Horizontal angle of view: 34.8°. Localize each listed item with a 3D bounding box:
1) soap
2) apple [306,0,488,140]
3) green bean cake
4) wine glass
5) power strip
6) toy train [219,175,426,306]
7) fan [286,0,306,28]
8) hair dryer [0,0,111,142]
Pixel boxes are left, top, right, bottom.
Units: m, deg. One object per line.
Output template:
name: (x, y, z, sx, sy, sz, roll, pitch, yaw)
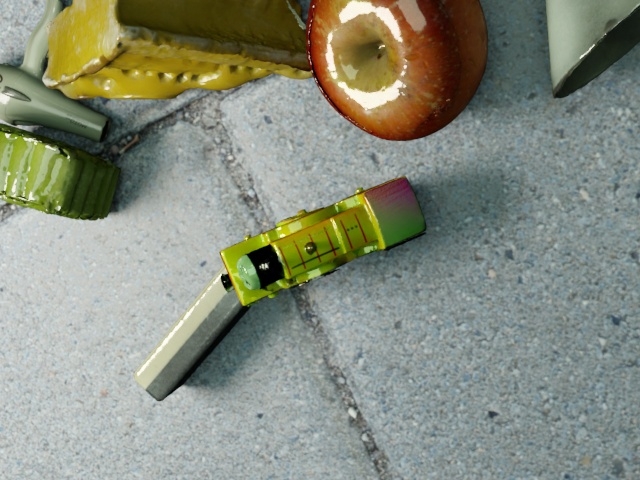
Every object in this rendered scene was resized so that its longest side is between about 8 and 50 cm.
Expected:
soap: (-0.209, -0.295, 1.542, 0.304, 0.338, 0.169, -7, 82, 56)
apple: (0.107, -0.276, 1.395, 0.251, 0.206, 0.272, -26, 99, 38)
green bean cake: (-0.433, -0.105, 1.565, 0.214, 0.200, 0.113, 16, 90, 17)
wine glass: (0.292, -0.423, 1.330, 0.267, 0.267, 0.406, -38, 79, 15)
power strip: (-0.177, 0.127, 1.564, 0.070, 0.105, 0.257, 43, 103, 3)
toy train: (0.000, 0.000, 1.442, 0.296, 0.160, 0.100, -24, 93, -13)
fan: (-0.072, -0.370, 1.421, 0.182, 0.310, 0.010, -8, 134, -17)
hair dryer: (-0.398, -0.273, 1.613, 0.229, 0.092, 0.267, 40, 93, 1)
